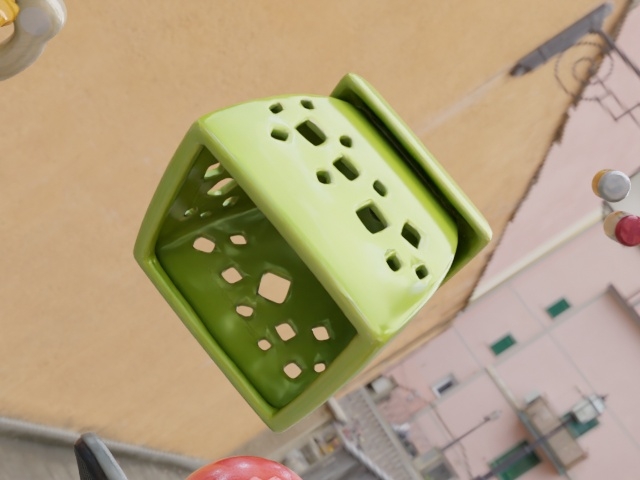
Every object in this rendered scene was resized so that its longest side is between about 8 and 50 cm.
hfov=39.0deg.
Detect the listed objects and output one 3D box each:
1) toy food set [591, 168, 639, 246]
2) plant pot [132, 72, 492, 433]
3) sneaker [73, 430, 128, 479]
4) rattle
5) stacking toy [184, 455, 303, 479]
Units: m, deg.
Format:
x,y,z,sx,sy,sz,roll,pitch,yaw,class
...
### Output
x,y,z,sx,sy,sz,roll,pitch,yaw,class
0.442,-0.018,1.079,0.232,0.111,0.104,17,9,-2,toy food set
0.000,0.000,0.800,0.228,0.207,0.227,51,-38,9,plant pot
-0.274,0.346,1.069,0.087,0.130,0.227,17,-57,61,sneaker
-0.284,-0.133,0.622,0.130,0.200,0.142,61,15,-49,rattle
-0.011,0.242,0.387,0.141,0.141,0.330,56,8,-44,stacking toy
